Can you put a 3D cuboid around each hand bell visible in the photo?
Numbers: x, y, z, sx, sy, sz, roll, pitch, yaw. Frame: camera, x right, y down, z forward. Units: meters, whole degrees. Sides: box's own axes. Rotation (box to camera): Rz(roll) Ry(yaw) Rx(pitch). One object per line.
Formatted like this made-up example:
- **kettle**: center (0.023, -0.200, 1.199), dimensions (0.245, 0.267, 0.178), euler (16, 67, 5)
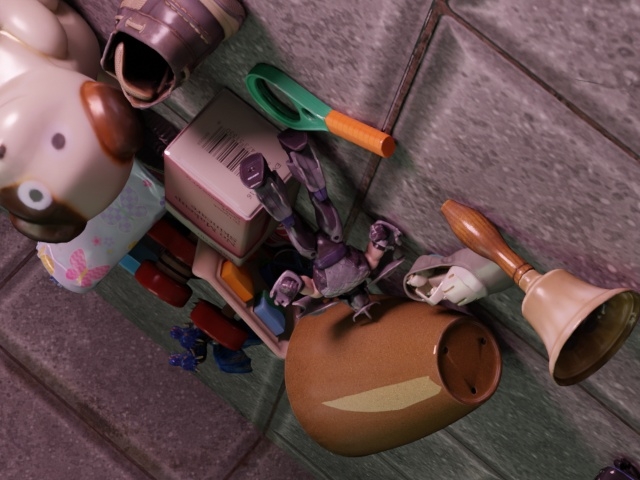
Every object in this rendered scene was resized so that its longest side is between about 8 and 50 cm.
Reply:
- **hand bell**: center (0.212, 0.033, 1.351), dimensions (0.242, 0.126, 0.126), euler (44, 167, 34)

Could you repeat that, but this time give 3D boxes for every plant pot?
- **plant pot**: center (0.118, 0.176, 1.714), dimensions (0.237, 0.237, 0.254), euler (47, 149, -19)

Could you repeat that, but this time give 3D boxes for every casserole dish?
- **casserole dish**: center (-0.335, 0.023, 2.205), dimensions (0.188, 0.037, 0.114), euler (35, 163, 22)

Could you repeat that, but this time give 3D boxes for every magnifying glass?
- **magnifying glass**: center (-0.004, -0.147, 1.469), dimensions (0.231, 0.026, 0.092), euler (27, 158, 37)

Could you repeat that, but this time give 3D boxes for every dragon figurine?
- **dragon figurine**: center (-0.147, 0.175, 2.170), dimensions (0.289, 0.085, 0.144), euler (11, -150, -32)

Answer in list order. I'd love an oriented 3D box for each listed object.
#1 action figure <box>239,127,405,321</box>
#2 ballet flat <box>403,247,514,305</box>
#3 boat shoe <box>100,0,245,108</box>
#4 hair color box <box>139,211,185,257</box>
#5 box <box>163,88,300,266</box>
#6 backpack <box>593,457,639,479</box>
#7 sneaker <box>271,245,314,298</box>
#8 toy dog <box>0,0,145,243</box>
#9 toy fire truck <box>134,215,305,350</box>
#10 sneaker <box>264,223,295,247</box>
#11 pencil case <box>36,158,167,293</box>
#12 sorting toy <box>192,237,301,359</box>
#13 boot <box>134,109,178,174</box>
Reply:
- **action figure**: center (0.000, 0.000, 1.594), dimensions (0.285, 0.185, 0.099), euler (59, 173, -30)
- **ballet flat**: center (0.166, 0.051, 1.517), dimensions (0.072, 0.068, 0.213), euler (45, 162, -13)
- **boat shoe**: center (-0.208, -0.236, 1.508), dimensions (0.132, 0.130, 0.355), euler (44, 163, -9)
- **hair color box**: center (-0.375, -0.118, 2.197), dimensions (0.185, 0.113, 0.374), euler (27, 158, 40)
- **box**: center (-0.121, -0.080, 1.714), dimensions (0.149, 0.127, 0.232), euler (39, 163, 6)
- **backpack**: center (0.433, 0.400, 1.725), dimensions (0.158, 0.117, 0.173), euler (35, 165, 24)
- **sneaker**: center (0.014, 0.075, 1.929), dimensions (0.211, 0.080, 0.081), euler (43, -168, -16)
- **toy dog**: center (-0.400, -0.177, 1.682), dimensions (0.395, 0.284, 0.408), euler (34, -165, -46)
- **toy fire truck**: center (-0.154, 0.063, 2.126), dimensions (0.302, 0.169, 0.254), euler (35, -179, 21)
- **sneaker**: center (-0.066, -0.023, 1.881), dimensions (0.067, 0.042, 0.118), euler (47, 156, -28)
- **pencil case**: center (-0.344, -0.038, 2.057), dimensions (0.124, 0.273, 0.113), euler (44, -160, -6)
- **sorting toy**: center (-0.100, 0.055, 1.874), dimensions (0.208, 0.038, 0.193), euler (45, -155, -24)
- **boot**: center (-0.231, -0.116, 1.968), dimensions (0.198, 0.077, 0.137), euler (39, 168, 11)
